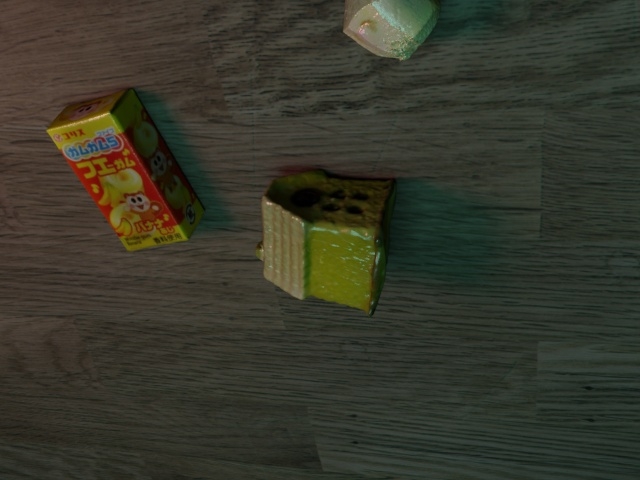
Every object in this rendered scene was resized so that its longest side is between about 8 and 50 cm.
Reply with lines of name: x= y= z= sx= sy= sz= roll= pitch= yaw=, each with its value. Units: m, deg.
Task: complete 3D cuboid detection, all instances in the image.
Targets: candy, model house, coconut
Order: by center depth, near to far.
coconut: x=0.089 y=-0.313 z=1.057 sx=0.122 sy=0.116 sz=0.116 roll=33 pitch=131 yaw=-14
model house: x=0.000 y=0.000 z=1.310 sx=0.234 sy=0.174 sz=0.193 roll=6 pitch=132 yaw=7
candy: x=-0.333 y=-0.116 z=1.364 sx=0.146 sy=0.088 sz=0.276 roll=-8 pitch=126 yaw=24
